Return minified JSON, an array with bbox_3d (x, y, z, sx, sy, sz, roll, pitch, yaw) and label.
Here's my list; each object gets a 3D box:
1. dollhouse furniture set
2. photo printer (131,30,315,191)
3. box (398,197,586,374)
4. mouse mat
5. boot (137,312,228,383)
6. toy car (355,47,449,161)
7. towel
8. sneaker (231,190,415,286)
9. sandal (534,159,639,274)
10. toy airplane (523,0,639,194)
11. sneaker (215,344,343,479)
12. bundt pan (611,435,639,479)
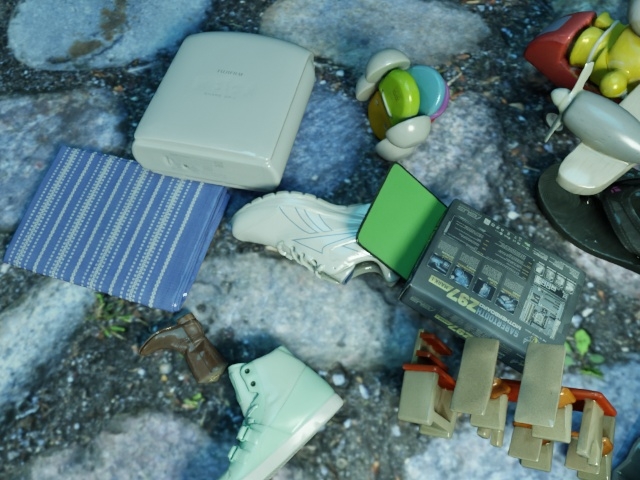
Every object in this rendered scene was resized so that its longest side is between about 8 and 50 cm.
[{"bbox_3d":[0.238,0.196,0.796,0.259,0.262,0.135,-1,59,38],"label":"dollhouse furniture set"},{"bbox_3d":[-0.152,-0.242,1.065,0.256,0.107,0.307,11,58,9],"label":"photo printer"},{"bbox_3d":[0.256,0.068,0.901,0.233,0.059,0.183,30,57,5],"label":"box"},{"bbox_3d":[0.146,-0.011,0.948,0.190,0.007,0.152,38,68,-26],"label":"mouse mat"},{"bbox_3d":[-0.211,0.183,0.941,0.106,0.037,0.114,-35,73,-8],"label":"boot"},{"bbox_3d":[0.147,-0.230,1.021,0.136,0.182,0.159,-17,84,-10],"label":"toy car"},{"bbox_3d":[-0.345,-0.027,1.047,0.336,0.040,0.243,14,70,12],"label":"towel"},{"bbox_3d":[0.000,0.000,0.968,0.297,0.111,0.129,5,72,7],"label":"sneaker"},{"bbox_3d":[0.544,-0.006,0.927,0.446,0.107,0.167,36,73,18],"label":"sandal"},{"bbox_3d":[0.512,-0.246,0.891,0.385,0.272,0.386,-8,49,18],"label":"toy airplane"},{"bbox_3d":[-0.108,0.263,0.862,0.256,0.094,0.151,-39,75,-23],"label":"sneaker"},{"bbox_3d":[0.475,0.324,0.685,0.124,0.331,0.331,39,73,-1],"label":"bundt pan"}]
